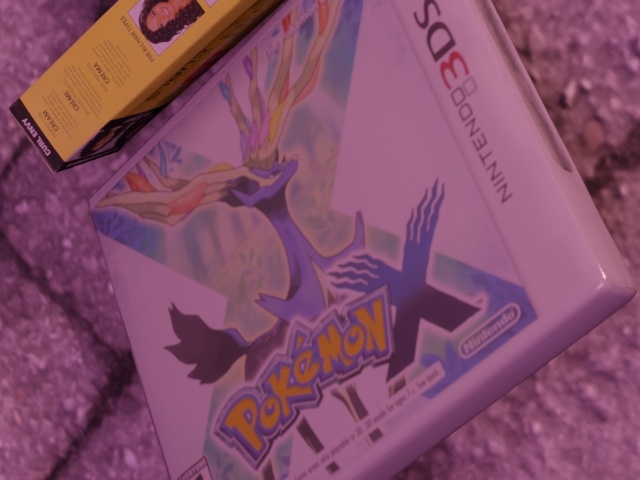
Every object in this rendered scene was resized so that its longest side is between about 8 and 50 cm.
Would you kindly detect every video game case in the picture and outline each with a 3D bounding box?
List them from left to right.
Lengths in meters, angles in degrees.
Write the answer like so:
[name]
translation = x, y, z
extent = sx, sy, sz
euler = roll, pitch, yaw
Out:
[video game case]
translation = 0.000, 0.000, 0.953
extent = 0.329, 0.036, 0.300
euler = -42, 53, 30

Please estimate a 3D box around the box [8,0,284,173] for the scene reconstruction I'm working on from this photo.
[box]
translation = -0.093, -0.136, 1.018
extent = 0.232, 0.087, 0.058
euler = -38, 85, 29
